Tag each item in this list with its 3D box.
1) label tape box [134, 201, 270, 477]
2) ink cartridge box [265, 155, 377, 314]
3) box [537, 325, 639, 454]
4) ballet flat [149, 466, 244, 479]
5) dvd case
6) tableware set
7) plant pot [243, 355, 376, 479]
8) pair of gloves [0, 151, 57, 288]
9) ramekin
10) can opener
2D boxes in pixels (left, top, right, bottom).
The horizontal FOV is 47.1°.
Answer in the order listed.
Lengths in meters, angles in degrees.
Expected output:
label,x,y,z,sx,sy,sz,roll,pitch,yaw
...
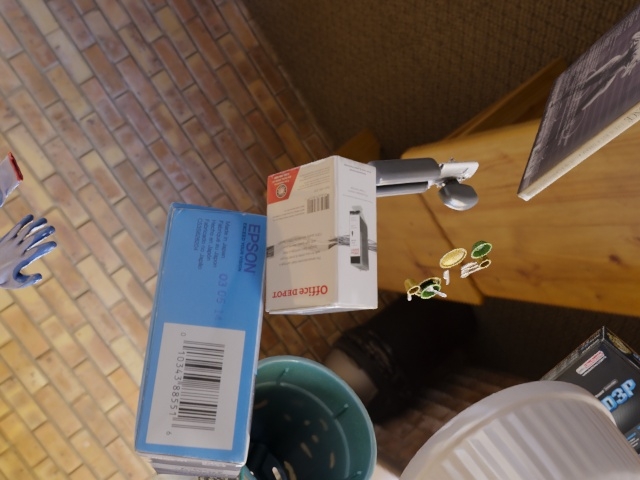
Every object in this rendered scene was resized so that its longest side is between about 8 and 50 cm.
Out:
label,x,y,z,sx,sy,sz,roll,pitch,yaw
label tape box,-0.127,0.135,0.823,0.333,0.106,0.240,111,165,-68
ink cartridge box,0.000,0.000,0.686,0.099,0.056,0.135,-11,75,46
box,0.432,0.266,1.152,0.175,0.051,0.220,42,119,3
ballet flat,-0.220,0.496,1.168,0.164,0.182,0.482,-11,74,48
dvd case,0.264,-0.146,0.657,0.018,0.164,0.221,30,151,-6
tableware set,0.209,0.053,1.194,0.104,0.154,0.024,73,173,-55
plant pot,-0.106,0.481,1.596,0.341,0.341,0.334,49,133,14
pair of gloves,-0.434,-0.012,0.972,0.198,0.159,0.023,58,-167,18
ramekin,0.207,0.282,0.714,0.127,0.273,0.272,50,168,54
can opener,0.187,-0.105,1.314,0.074,0.280,0.093,-51,54,42
